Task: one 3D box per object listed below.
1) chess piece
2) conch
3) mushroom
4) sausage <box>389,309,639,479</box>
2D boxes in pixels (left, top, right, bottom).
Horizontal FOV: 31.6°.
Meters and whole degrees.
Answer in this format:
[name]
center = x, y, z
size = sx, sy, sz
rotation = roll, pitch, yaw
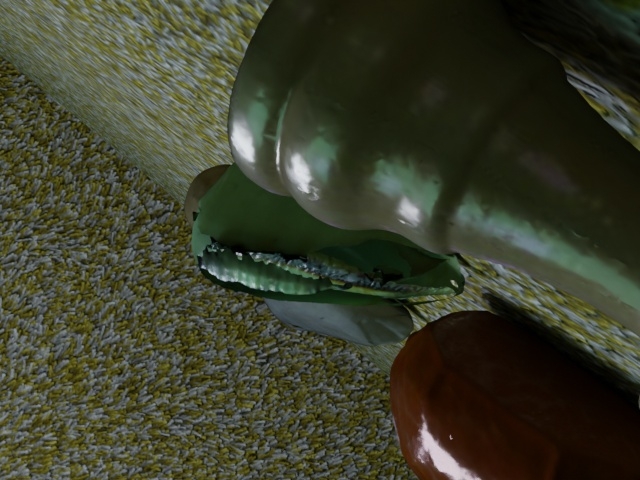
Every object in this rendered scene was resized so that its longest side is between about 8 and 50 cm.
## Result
[chess piece]
center = 0.149, 0.033, 0.376
size = 0.397, 0.117, 0.117
rotation = 36, 172, 21
[conch]
center = -0.018, 0.003, 0.944
size = 0.143, 0.137, 0.250
rotation = 45, 171, -35
[mushroom]
center = -0.022, 0.019, 1.278
size = 0.159, 0.122, 0.329
rotation = -7, 149, 27
[sausage]
center = 0.168, 0.166, 0.927
size = 0.268, 0.153, 0.141
rotation = 36, 131, 33
